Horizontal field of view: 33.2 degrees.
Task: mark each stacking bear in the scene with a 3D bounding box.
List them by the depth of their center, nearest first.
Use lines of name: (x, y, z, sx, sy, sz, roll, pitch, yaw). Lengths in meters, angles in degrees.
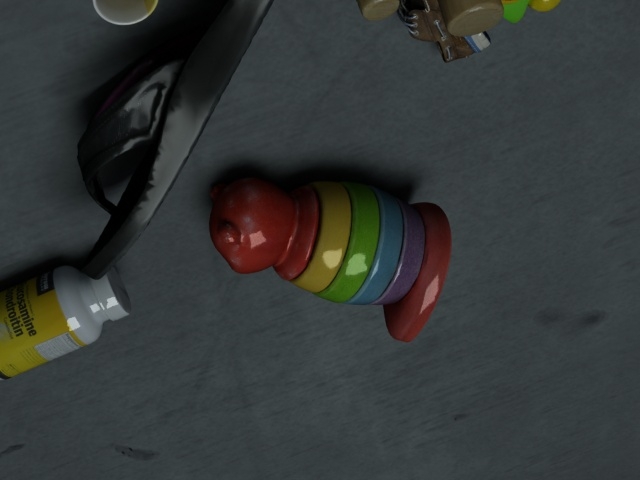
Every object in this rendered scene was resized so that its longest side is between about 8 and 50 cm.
stacking bear: (0.000, 0.000, 1.329, 0.289, 0.175, 0.164, 12, 131, -23)

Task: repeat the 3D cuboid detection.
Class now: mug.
mug: (-0.186, -0.252, 1.040, 0.078, 0.064, 0.062, -1, 135, -23)

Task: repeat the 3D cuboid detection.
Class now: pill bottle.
pill bottle: (-0.332, 0.093, 1.318, 0.184, 0.103, 0.103, -24, 139, 2)

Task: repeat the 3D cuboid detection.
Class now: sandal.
sandal: (-0.164, -0.155, 1.114, 0.107, 0.167, 0.446, 27, 115, -12)

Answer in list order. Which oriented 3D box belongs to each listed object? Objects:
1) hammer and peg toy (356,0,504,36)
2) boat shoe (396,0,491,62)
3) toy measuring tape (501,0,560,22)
hammer and peg toy: (0.084, -0.308, 0.896, 0.266, 0.127, 0.361, -33, 155, 33)
boat shoe: (0.122, -0.250, 1.171, 0.066, 0.066, 0.183, -34, 137, 16)
toy measuring tape: (0.141, -0.327, 1.069, 0.330, 0.121, 0.121, 25, 121, -34)
